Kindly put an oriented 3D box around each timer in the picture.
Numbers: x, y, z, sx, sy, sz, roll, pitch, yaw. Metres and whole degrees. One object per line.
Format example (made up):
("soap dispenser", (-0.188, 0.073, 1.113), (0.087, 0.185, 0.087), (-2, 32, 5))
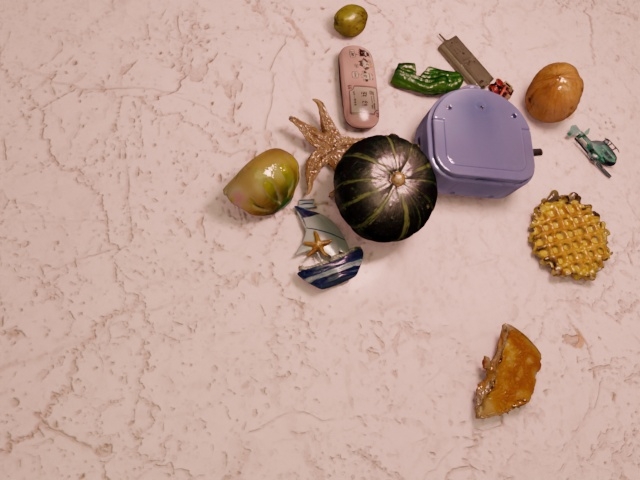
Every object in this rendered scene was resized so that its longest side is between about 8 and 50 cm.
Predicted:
("timer", (0.498, -0.328, 1.771), (0.395, 0.173, 0.394), (3, 72, -11))

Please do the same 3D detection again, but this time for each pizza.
("pizza", (0.550, 0.409, 1.597), (0.189, 0.071, 0.296), (33, 71, -14))

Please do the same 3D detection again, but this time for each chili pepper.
("chili pepper", (0.370, -0.555, 1.869), (0.254, 0.083, 0.099), (7, 69, -6))

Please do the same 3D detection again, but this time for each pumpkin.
("pumpkin", (0.190, -0.155, 1.596), (0.323, 0.241, 0.323), (2, 84, -21))

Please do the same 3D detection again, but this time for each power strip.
("power strip", (0.519, -0.658, 1.960), (0.092, 0.034, 0.268), (-36, 83, -21))

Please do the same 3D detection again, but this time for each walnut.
("walnut", (0.821, -0.519, 1.888), (0.196, 0.222, 0.195), (-3, 78, 13))

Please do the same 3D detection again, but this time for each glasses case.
("glasses case", (0.128, -0.515, 1.798), (0.122, 0.075, 0.314), (-1, 72, -10))

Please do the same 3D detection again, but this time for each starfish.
("starfish", (0.015, -0.297, 1.704), (0.299, 0.060, 0.302), (-34, 94, -21))

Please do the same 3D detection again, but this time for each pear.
("pear", (0.107, -0.760, 1.860), (0.131, 0.107, 0.107), (-17, 76, -30))

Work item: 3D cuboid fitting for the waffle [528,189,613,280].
("waffle", (0.838, -0.018, 1.809), (0.330, 0.062, 0.329), (4, 70, -11))

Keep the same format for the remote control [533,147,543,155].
("remote control", (0.751, -0.314, 1.912), (0.091, 0.016, 0.034), (-7, 69, -16))

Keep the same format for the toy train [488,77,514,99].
("toy train", (0.636, -0.518, 1.934), (0.087, 0.050, 0.138), (36, 70, -6))

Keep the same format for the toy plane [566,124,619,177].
("toy plane", (1.000, -0.337, 1.960), (0.096, 0.060, 0.235), (-43, 90, -8))

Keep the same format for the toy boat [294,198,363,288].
("toy boat", (0.000, 0.000, 1.622), (0.221, 0.067, 0.291), (-18, 66, -19))

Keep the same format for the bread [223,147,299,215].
("bread", (-0.154, -0.174, 1.577), (0.158, 0.156, 0.261), (45, 69, 6))
